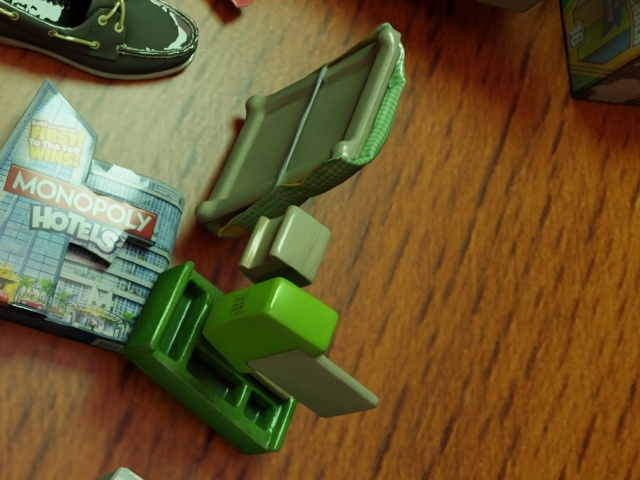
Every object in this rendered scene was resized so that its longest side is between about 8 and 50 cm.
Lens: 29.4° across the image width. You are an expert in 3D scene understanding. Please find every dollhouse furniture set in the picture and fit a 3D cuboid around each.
[{"bbox_3d":[0.000,0.000,1.006,0.151,0.198,0.301,41,51,-27],"label":"dollhouse furniture set"}]

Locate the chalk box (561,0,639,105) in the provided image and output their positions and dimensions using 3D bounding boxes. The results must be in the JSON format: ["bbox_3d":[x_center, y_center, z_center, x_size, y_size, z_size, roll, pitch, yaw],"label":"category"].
[{"bbox_3d":[0.363,-0.237,1.246,0.132,0.213,0.132,3,73,-24],"label":"chalk box"}]

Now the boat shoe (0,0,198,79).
[{"bbox_3d":[-0.207,-0.195,1.049,0.228,0.069,0.081,9,71,-23],"label":"boat shoe"}]

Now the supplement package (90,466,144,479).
[{"bbox_3d":[-0.131,0.281,0.827,0.204,0.262,0.145,40,63,-10],"label":"supplement package"}]

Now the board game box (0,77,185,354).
[{"bbox_3d":[-0.207,-0.023,1.002,0.194,0.060,0.194,19,68,-19],"label":"board game box"}]

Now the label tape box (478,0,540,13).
[{"bbox_3d":[0.178,-0.360,1.195,0.348,0.115,0.249,18,65,2],"label":"label tape box"}]

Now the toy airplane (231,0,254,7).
[{"bbox_3d":[-0.092,-0.292,1.156,0.151,0.028,0.151,7,73,-24],"label":"toy airplane"}]
